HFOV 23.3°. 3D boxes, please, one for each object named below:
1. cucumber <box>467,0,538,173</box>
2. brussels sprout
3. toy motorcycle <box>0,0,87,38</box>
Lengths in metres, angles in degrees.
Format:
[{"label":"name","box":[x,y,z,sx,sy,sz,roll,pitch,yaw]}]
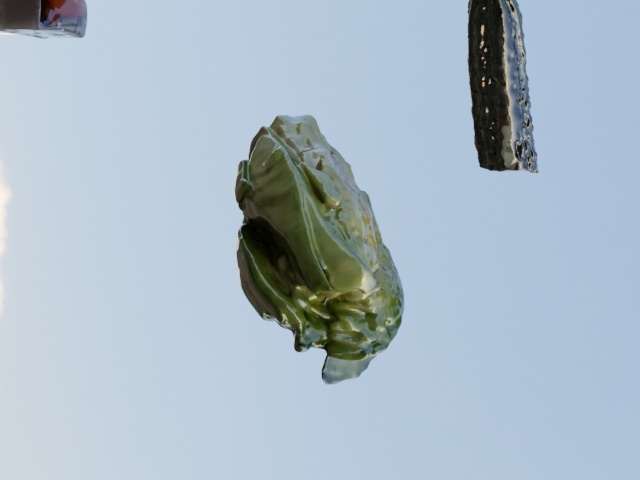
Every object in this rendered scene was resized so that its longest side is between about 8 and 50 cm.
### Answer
[{"label":"cucumber","box":[0.204,-0.185,1.763,0.077,0.077,0.265,32,-42,50]},{"label":"brussels sprout","box":[-0.003,0.001,1.076,0.100,0.139,0.181,-41,-118,20]},{"label":"toy motorcycle","box":[-0.194,-0.153,0.683,0.221,0.325,0.148,6,-84,15]}]
